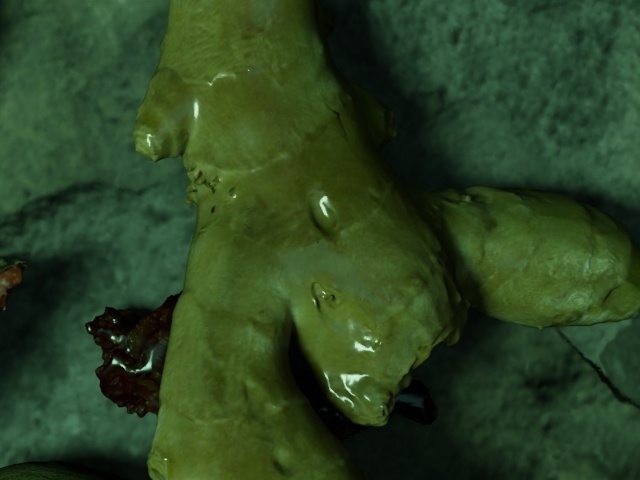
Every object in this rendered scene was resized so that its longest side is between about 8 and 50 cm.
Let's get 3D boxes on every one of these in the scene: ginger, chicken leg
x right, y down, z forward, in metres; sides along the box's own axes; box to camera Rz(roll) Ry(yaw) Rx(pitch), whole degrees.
[{"bbox_3d":[-0.014,0.014,0.991,0.348,0.122,0.363,45,65,-4],"label":"ginger"},{"bbox_3d":[-0.036,0.088,1.039,0.219,0.048,0.089,24,88,-16],"label":"chicken leg"}]

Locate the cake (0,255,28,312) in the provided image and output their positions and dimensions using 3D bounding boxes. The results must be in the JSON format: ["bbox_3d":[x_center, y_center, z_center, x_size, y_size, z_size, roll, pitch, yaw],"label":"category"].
[{"bbox_3d":[-0.263,0.077,0.948,0.117,0.086,0.220,32,83,-18],"label":"cake"}]

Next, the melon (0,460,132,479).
[{"bbox_3d":[-0.126,0.175,0.987,0.162,0.099,0.099,18,86,-18],"label":"melon"}]
